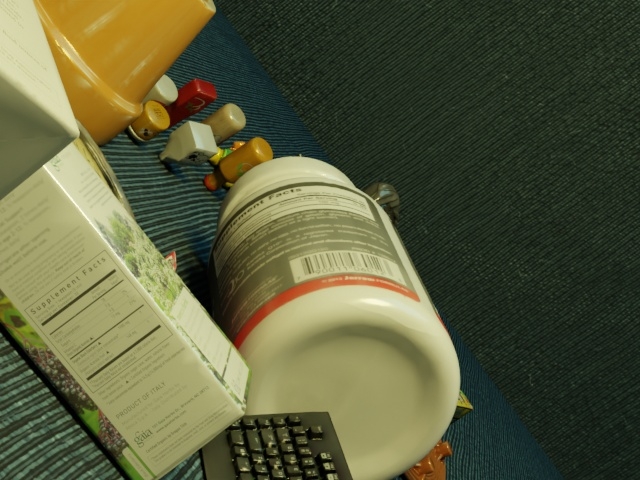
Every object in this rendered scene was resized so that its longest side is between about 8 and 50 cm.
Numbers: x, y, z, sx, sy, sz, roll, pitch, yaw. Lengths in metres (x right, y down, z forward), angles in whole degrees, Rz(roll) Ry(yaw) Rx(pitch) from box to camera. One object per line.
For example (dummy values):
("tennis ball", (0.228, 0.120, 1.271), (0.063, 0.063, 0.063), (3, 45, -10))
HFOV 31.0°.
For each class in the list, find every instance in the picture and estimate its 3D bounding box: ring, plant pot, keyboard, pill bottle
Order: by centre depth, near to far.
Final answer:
("keyboard", (0.026, 0.232, 0.851), (0.201, 0.033, 0.317), (4, 30, -17))
("pill bottle", (-0.004, 0.062, 1.148), (0.210, 0.210, 0.363), (49, 10, -26))
("plant pot", (-0.222, -0.237, 1.223), (0.205, 0.188, 0.205), (52, 9, -11))
("ring", (0.110, 0.187, 1.587), (0.337, 0.032, 0.337), (60, 15, -28))

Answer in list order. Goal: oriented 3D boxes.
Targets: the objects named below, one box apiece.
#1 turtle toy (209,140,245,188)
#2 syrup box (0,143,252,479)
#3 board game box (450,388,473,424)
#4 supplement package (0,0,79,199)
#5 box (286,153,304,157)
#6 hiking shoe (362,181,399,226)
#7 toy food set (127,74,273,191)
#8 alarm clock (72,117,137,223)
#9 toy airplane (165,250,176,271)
("turtle toy", (-0.105, -0.093, 1.679), (0.095, 0.066, 0.130), (43, 14, -49))
("syrup box", (-0.155, 0.042, 0.801), (0.237, 0.096, 0.093), (52, 7, -10))
("board game box", (0.088, 0.205, 1.303), (0.048, 0.141, 0.170), (57, 9, 19))
("supplement package", (-0.273, -0.133, 0.599), (0.177, 0.175, 0.293), (43, 14, -45))
("box", (-0.021, -0.014, 1.606), (0.180, 0.077, 0.147), (38, 44, -59))
("hiking shoe", (0.000, 0.000, 1.404), (0.086, 0.227, 0.114), (11, 35, -52))
("toy food set", (-0.179, -0.135, 1.473), (0.232, 0.104, 0.111), (8, 58, -53))
("alarm clock", (-0.190, -0.016, 0.936), (0.192, 0.064, 0.129), (61, 1, 8))
("toy airplane", (-0.133, 0.057, 0.973), (0.151, 0.028, 0.151), (170, -90, -88))
